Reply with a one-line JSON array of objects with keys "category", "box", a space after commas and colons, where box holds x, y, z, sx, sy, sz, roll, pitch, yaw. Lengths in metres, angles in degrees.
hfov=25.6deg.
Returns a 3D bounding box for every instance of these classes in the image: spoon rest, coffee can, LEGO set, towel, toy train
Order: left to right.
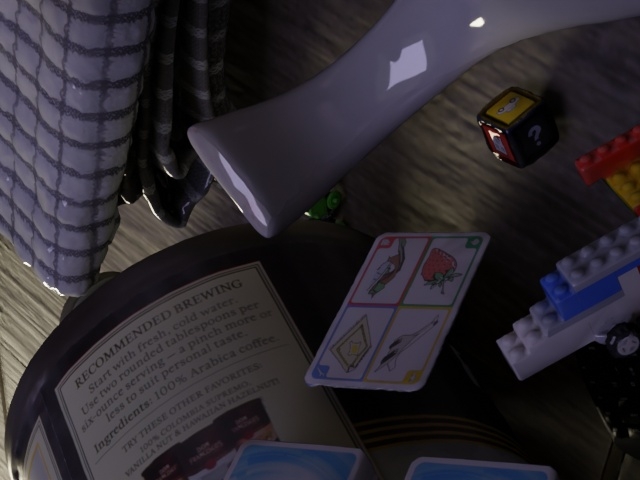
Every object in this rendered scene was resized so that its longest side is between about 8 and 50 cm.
[{"category": "towel", "box": [-0.144, -0.151, 0.664, 0.283, 0.121, 0.235, 42, 141, 27]}, {"category": "toy train", "box": [0.000, 0.000, 0.672, 0.017, 0.023, 0.083, 23, 132, 42]}, {"category": "coffee can", "box": [0.010, 0.154, 0.541, 0.275, 0.201, 0.202, -122, 26, -43]}, {"category": "spoon rest", "box": [0.055, -0.105, 0.490, 0.137, 0.084, 0.276, 53, 133, 7]}, {"category": "LEGO set", "box": [0.064, 0.026, 0.444, 0.182, 0.244, 0.060, 0, 135, 34]}]

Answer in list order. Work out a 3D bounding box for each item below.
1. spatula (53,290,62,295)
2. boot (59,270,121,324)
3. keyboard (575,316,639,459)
[{"category": "spatula", "box": [-0.210, -0.093, 0.880, 0.242, 0.019, 0.168, 52, 147, 11]}, {"category": "boot", "box": [-0.044, 0.119, 0.776, 0.208, 0.076, 0.190, 26, 149, 49]}, {"category": "keyboard", "box": [0.156, 0.048, 0.495, 0.192, 0.038, 0.100, -7, 109, 53]}]
